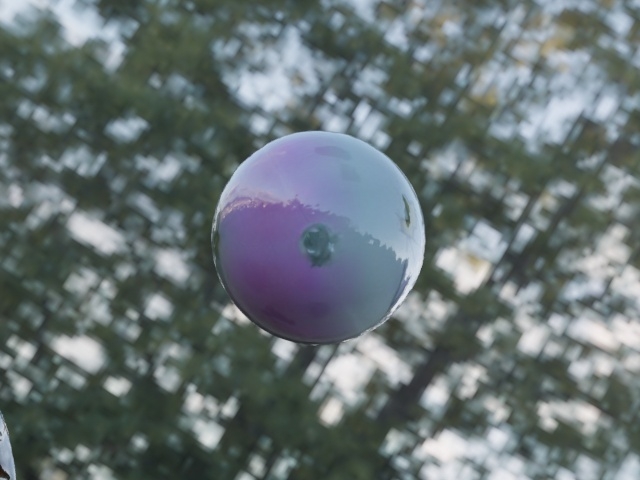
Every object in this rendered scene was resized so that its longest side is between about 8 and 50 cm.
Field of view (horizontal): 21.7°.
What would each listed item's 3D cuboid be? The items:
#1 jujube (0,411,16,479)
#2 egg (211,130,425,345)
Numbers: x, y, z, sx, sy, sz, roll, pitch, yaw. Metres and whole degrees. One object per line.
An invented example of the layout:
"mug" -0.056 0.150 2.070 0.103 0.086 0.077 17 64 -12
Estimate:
"jujube" -0.411 0.207 1.399 0.317 0.226 0.226 -7 -28 21
"egg" 0.000 0.000 1.501 0.196 0.196 0.271 29 -5 11
